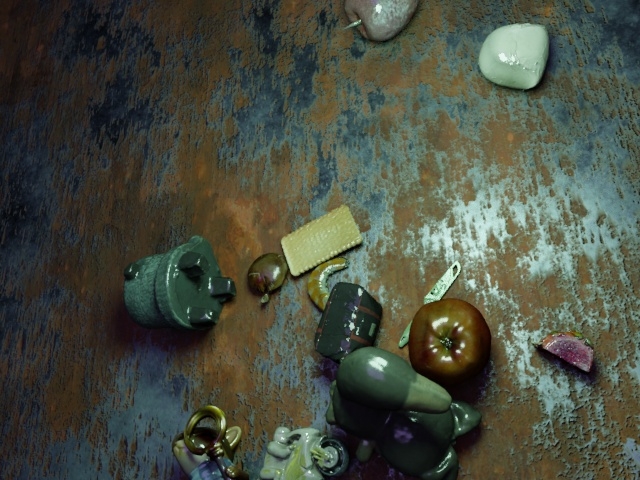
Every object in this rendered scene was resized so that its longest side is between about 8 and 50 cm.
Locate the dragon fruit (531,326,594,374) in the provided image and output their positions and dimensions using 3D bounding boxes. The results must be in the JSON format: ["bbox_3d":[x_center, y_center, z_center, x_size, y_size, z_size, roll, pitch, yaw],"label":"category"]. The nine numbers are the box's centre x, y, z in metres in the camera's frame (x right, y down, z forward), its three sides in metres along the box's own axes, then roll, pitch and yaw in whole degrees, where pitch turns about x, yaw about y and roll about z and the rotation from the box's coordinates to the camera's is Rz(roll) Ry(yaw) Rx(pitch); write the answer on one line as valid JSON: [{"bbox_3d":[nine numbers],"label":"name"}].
[{"bbox_3d":[0.612,0.257,1.299,0.147,0.102,0.096,27,90,17],"label":"dragon fruit"}]

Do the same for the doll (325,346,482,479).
[{"bbox_3d":[0.193,0.427,1.246,0.382,0.379,0.252,19,74,8],"label":"doll"}]

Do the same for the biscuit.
[{"bbox_3d":[0.000,0.000,1.649,0.249,0.030,0.160,-29,54,9],"label":"biscuit"}]

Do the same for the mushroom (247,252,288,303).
[{"bbox_3d":[-0.170,0.115,1.656,0.135,0.080,0.171,-9,65,29],"label":"mushroom"}]

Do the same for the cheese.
[{"bbox_3d":[0.569,-0.549,1.563,0.189,0.154,0.198,14,73,4],"label":"cheese"}]

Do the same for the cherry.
[{"bbox_3d":[0.194,-0.783,1.759,0.285,0.213,0.236,-30,72,-1],"label":"cherry"}]

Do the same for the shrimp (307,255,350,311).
[{"bbox_3d":[0.044,0.134,1.592,0.166,0.049,0.161,-39,61,-4],"label":"shrimp"}]

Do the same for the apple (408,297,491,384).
[{"bbox_3d":[0.326,0.255,1.339,0.233,0.234,0.234,-7,69,19],"label":"apple"}]

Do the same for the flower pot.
[{"bbox_3d":[-0.426,0.132,1.635,0.282,0.299,0.299,-6,70,27],"label":"flower pot"}]

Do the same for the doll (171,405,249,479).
[{"bbox_3d":[-0.299,0.651,1.407,0.318,0.209,0.340,-51,35,14],"label":"doll"}]

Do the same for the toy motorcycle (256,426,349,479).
[{"bbox_3d":[-0.083,0.623,1.426,0.341,0.108,0.223,-50,53,7],"label":"toy motorcycle"}]

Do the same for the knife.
[{"bbox_3d":[0.306,0.178,1.485,0.043,0.020,0.293,36,87,29],"label":"knife"}]

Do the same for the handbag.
[{"bbox_3d":[0.085,0.241,1.464,0.155,0.169,0.215,11,74,27],"label":"handbag"}]
